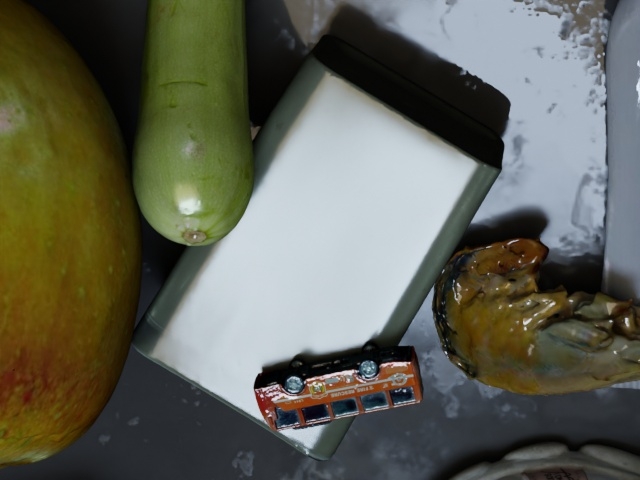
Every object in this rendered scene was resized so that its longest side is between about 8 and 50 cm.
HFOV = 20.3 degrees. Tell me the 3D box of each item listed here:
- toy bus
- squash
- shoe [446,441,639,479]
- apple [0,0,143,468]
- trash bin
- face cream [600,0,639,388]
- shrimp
[{"bbox_3d":[0.013,0.098,1.187,0.110,0.031,0.043,-12,109,9],"label":"toy bus"},{"bbox_3d":[-0.081,-0.112,1.181,0.083,0.083,0.250,-4,65,9],"label":"squash"},{"bbox_3d":[0.223,0.244,1.241,0.351,0.198,0.172,-5,102,8],"label":"shoe"},{"bbox_3d":[-0.302,-0.002,1.191,0.384,0.374,0.374,-21,107,52],"label":"apple"},{"bbox_3d":[0.000,0.000,1.240,0.164,0.122,0.240,30,108,-1],"label":"trash bin"},{"bbox_3d":[0.300,-0.078,1.190,0.234,0.137,0.420,0,119,7],"label":"face cream"},{"bbox_3d":[0.192,0.053,1.221,0.262,0.066,0.117,-8,117,29],"label":"shrimp"}]
